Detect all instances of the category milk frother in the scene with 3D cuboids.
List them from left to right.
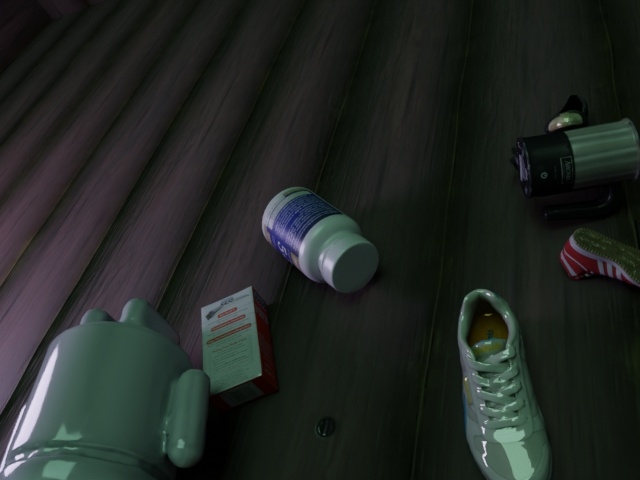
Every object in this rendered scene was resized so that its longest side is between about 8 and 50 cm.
[{"bbox_3d":[0.337,-0.110,0.784,0.135,0.129,0.143,-8,41,10],"label":"milk frother"}]

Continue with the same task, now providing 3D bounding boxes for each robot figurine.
[{"bbox_3d":[-0.278,0.247,0.739,0.300,0.199,0.353,-16,44,18],"label":"robot figurine"}]

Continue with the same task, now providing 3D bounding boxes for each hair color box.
[{"bbox_3d":[-0.122,0.157,0.846,0.093,0.053,0.167,-24,43,10],"label":"hair color box"}]

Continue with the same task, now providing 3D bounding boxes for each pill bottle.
[{"bbox_3d":[0.000,0.000,0.880,0.112,0.112,0.187,-41,42,-10],"label":"pill bottle"}]

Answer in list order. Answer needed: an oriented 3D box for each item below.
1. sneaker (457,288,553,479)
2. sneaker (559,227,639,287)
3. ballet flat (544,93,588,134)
[{"bbox_3d":[0.191,0.161,0.630,0.088,0.092,0.228,-15,45,15],"label":"sneaker"},{"bbox_3d":[0.353,0.034,0.704,0.119,0.067,0.042,32,65,13],"label":"sneaker"},{"bbox_3d":[0.357,-0.182,0.835,0.058,0.049,0.173,-4,14,27],"label":"ballet flat"}]
